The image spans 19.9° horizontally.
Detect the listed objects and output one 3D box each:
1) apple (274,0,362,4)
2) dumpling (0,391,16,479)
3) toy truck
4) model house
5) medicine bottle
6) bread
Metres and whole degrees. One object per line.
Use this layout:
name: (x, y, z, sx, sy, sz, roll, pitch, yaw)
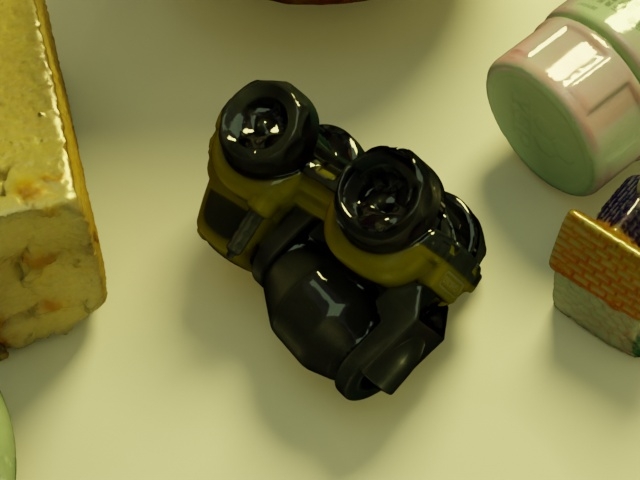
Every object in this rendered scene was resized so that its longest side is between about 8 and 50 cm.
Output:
apple: (-0.003, -0.357, 1.421, 0.339, 0.339, 0.340, -3, 57, 4)
dumpling: (-0.341, 0.161, 1.200, 0.270, 0.212, 0.321, 5, 33, -35)
toy truck: (0.000, 0.000, 1.307, 0.224, 0.147, 0.165, 33, 88, 26)
model house: (0.225, 0.009, 1.292, 0.087, 0.100, 0.101, 33, 66, 24)
medicine bottle: (0.222, -0.128, 1.361, 0.168, 0.135, 0.135, -36, 61, -17)
bread: (-0.235, -0.076, 1.343, 0.114, 0.185, 0.275, -11, 58, -6)
